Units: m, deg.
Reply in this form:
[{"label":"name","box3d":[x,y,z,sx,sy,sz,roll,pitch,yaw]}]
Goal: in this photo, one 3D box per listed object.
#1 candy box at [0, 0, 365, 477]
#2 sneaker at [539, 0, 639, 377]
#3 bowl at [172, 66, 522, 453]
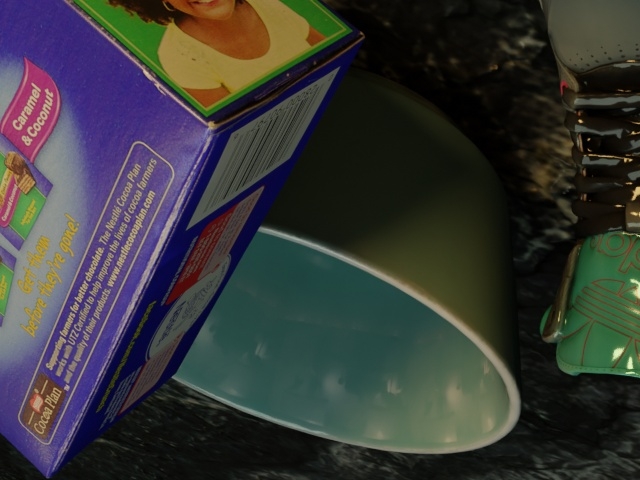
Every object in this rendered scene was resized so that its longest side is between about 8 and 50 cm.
[{"label":"candy box","box3d":[-0.175,-0.084,0.642,0.317,0.122,0.268,41,133,9]},{"label":"sneaker","box3d":[0.166,-0.019,0.667,0.124,0.178,0.295,1,148,35]},{"label":"bowl","box3d":[0.000,0.000,0.847,0.312,0.163,0.311,18,155,9]}]
